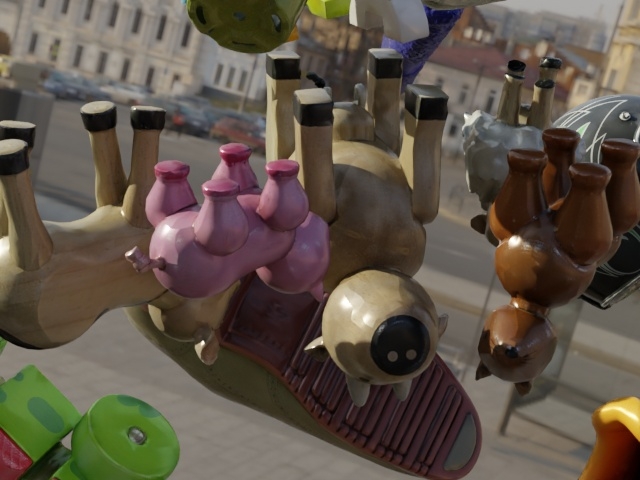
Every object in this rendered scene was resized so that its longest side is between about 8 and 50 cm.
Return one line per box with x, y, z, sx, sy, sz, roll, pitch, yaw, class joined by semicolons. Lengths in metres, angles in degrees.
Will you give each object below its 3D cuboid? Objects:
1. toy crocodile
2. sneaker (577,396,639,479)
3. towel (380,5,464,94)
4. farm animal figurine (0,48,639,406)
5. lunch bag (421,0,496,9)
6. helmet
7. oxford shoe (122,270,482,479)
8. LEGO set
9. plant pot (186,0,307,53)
-0.200;0.115;0.608;0.340;0.115;0.105;41;22;3;toy crocodile
0.110;0.161;0.405;0.083;0.215;0.084;35;-17;-22;sneaker
0.143;-0.320;1.239;0.076;0.228;0.308;11;-9;-6;towel
0.000;0.000;0.574;0.330;0.172;0.327;4;24;5;farm animal figurine
0.183;-0.274;0.662;0.169;0.287;0.235;47;-11;-5;lunch bag
0.256;-0.041;0.878;0.162;0.169;0.169;56;23;15;helmet
-0.021;0.105;0.873;0.348;0.123;0.130;34;-34;3;oxford shoe
-0.033;-0.185;0.608;0.087;0.093;0.227;-20;31;-23;LEGO set
-0.031;-0.136;0.482;0.083;0.079;0.083;12;-26;6;plant pot
